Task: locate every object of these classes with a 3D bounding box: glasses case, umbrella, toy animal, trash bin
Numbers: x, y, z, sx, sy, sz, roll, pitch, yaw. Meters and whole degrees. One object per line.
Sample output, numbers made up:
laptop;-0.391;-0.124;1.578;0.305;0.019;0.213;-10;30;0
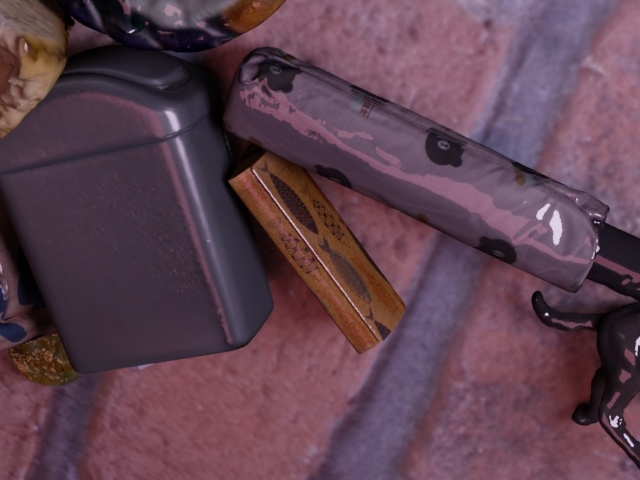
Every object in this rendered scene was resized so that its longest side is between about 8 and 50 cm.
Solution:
glasses case;0.000;0.000;1.177;0.041;0.064;0.170;-29;107;24
umbrella;0.089;-0.043;1.111;0.337;0.067;0.073;26;138;4
toy animal;0.266;0.095;1.133;0.233;0.084;0.148;13;109;22
trash bin;-0.145;-0.027;1.176;0.177;0.101;0.236;-11;109;20

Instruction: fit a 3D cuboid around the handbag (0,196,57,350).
handbag;-0.352;0.027;1.248;0.251;0.193;0.190;-4;110;28

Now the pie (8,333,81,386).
pie;-0.238;0.093;1.364;0.084;0.021;0.084;9;120;16

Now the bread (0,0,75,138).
bread;-0.245;-0.184;1.053;0.183;0.211;0.224;41;140;-17

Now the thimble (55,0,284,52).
thimble;-0.092;-0.247;1.000;0.237;0.150;0.237;12;125;18

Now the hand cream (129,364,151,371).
hand cream;-0.173;0.041;1.291;0.084;0.053;0.142;-17;104;31
